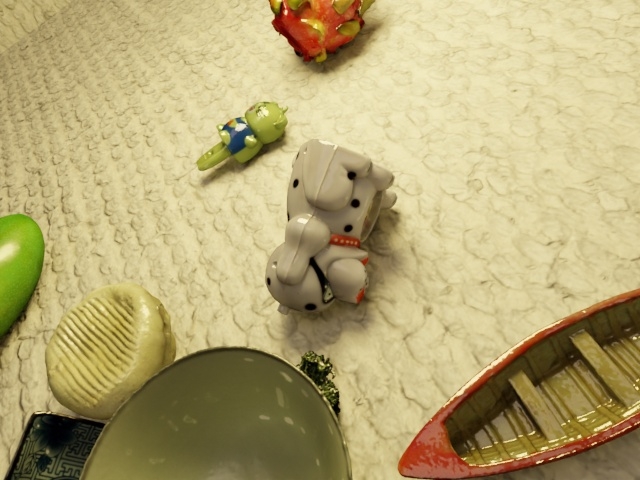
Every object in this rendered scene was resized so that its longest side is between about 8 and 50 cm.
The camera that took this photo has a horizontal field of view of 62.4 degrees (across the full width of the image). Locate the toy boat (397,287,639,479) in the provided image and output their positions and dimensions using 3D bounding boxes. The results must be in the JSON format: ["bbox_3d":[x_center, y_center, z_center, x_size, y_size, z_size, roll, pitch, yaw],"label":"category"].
[{"bbox_3d":[0.267,0.173,0.592,0.391,0.079,0.136,-30,50,3],"label":"toy boat"}]

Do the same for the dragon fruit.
[{"bbox_3d":[-0.004,-0.543,1.166,0.243,0.228,0.307,-25,46,3],"label":"dragon fruit"}]

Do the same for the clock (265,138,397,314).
[{"bbox_3d":[0.003,-0.002,0.813,0.188,0.189,0.254,11,75,33],"label":"clock"}]

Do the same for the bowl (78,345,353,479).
[{"bbox_3d":[-0.103,0.309,0.622,0.336,0.158,0.338,-10,58,16],"label":"bowl"}]

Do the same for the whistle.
[{"bbox_3d":[-0.163,-0.217,1.099,0.227,0.085,0.105,-31,39,4],"label":"whistle"}]

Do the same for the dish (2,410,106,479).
[{"bbox_3d":[-0.362,0.384,0.742,0.080,0.181,0.243,-44,31,48],"label":"dish"}]

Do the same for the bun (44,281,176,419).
[{"bbox_3d":[-0.322,0.181,0.856,0.230,0.133,0.231,-12,58,20],"label":"bun"}]

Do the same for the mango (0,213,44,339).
[{"bbox_3d":[-0.714,0.103,1.076,0.225,0.201,0.382,1,54,40],"label":"mango"}]

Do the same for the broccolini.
[{"bbox_3d":[-0.089,0.212,0.771,0.271,0.062,0.123,-3,46,29],"label":"broccolini"}]
